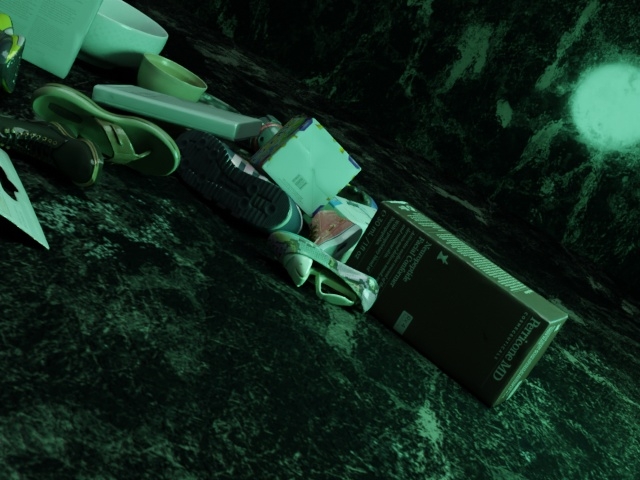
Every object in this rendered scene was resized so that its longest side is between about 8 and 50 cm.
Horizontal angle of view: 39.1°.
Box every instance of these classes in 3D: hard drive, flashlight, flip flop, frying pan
[{"bbox_3d":[-0.295,-0.271,1.894,0.307,0.040,0.203,17,12,8],"label":"hard drive"},{"bbox_3d":[-0.080,-0.197,2.165,0.103,0.103,0.304,16,21,-37],"label":"flashlight"},{"bbox_3d":[-0.383,-0.182,1.593,0.277,0.112,0.080,28,42,-20],"label":"flip flop"},{"bbox_3d":[-0.251,-0.343,2.393,0.197,0.053,0.326,35,14,15],"label":"frying pan"}]

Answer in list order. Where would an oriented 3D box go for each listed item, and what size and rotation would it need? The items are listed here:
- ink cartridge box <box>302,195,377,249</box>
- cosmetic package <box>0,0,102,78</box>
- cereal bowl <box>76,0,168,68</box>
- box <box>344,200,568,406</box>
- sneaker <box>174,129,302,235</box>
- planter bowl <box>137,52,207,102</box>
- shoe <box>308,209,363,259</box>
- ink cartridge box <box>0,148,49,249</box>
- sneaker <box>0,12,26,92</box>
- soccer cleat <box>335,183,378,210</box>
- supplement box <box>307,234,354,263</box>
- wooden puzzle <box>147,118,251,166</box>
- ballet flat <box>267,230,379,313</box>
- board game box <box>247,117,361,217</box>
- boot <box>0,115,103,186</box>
[{"bbox_3d":[0.076,-0.025,1.965,0.190,0.082,0.139,14,23,-43],"label":"ink cartridge box"},{"bbox_3d":[-0.649,-0.557,1.889,0.377,0.284,0.097,26,16,-17],"label":"cosmetic package"},{"bbox_3d":[-0.555,-0.522,2.216,0.339,0.141,0.339,29,16,-9],"label":"cereal bowl"},{"bbox_3d":[0.231,0.108,1.651,0.381,0.191,0.143,36,17,21],"label":"box"},{"bbox_3d":[-0.164,-0.099,1.761,0.319,0.112,0.131,40,-2,27],"label":"sneaker"},{"bbox_3d":[-0.360,-0.350,2.104,0.162,0.109,0.162,28,16,-9],"label":"planter bowl"},{"bbox_3d":[0.000,0.000,1.720,0.081,0.063,0.178,34,40,20],"label":"shoe"},{"bbox_3d":[-0.559,-0.126,1.176,0.385,0.091,0.308,40,6,-42],"label":"ink cartridge box"},{"bbox_3d":[-0.633,-0.359,1.685,0.121,0.111,0.300,7,21,-33],"label":"sneaker"},{"bbox_3d":[0.040,-0.106,2.187,0.289,0.093,0.121,41,-13,45],"label":"soccer cleat"},{"bbox_3d":[0.016,0.017,1.806,0.062,0.036,0.098,38,19,23],"label":"supplement box"},{"bbox_3d":[-0.245,-0.182,1.941,0.238,0.044,0.221,38,16,7],"label":"wooden puzzle"},{"bbox_3d":[-0.001,0.061,1.595,0.221,0.077,0.079,29,51,-6],"label":"ballet flat"},{"bbox_3d":[-0.040,-0.157,1.867,0.144,0.142,0.275,46,-2,-13],"label":"board game box"},{"bbox_3d":[-0.440,-0.142,1.418,0.137,0.077,0.198,8,14,-44],"label":"boot"}]
